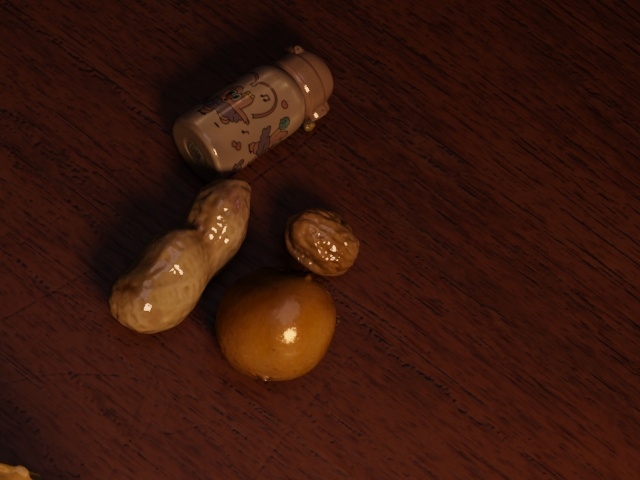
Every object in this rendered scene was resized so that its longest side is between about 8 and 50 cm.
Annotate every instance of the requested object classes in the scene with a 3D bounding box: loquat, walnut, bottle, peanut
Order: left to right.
[{"bbox_3d":[-0.154,0.017,1.308,0.085,0.104,0.228,28,60,24],"label":"peanut"},{"bbox_3d":[-0.073,-0.156,1.406,0.209,0.097,0.110,-36,111,-24],"label":"bottle"},{"bbox_3d":[-0.048,0.095,1.279,0.141,0.141,0.141,5,66,-11],"label":"loquat"},{"bbox_3d":[0.000,0.000,1.364,0.096,0.079,0.082,34,67,-5],"label":"walnut"}]

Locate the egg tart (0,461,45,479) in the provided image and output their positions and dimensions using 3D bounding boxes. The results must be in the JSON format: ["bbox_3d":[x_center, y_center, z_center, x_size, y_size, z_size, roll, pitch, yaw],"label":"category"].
[{"bbox_3d":[-0.356,0.370,1.012,0.443,0.178,0.443,-6,110,-16],"label":"egg tart"}]
